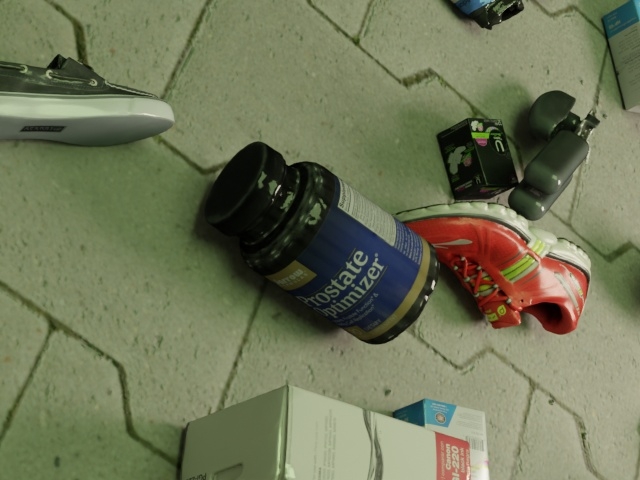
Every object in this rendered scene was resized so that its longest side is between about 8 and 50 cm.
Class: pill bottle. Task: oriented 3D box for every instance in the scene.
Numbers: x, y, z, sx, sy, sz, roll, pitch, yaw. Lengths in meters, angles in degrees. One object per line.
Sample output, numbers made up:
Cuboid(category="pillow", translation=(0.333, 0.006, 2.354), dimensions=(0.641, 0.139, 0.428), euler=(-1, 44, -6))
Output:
Cuboid(category="pill bottle", translation=(0.000, 0.000, 1.417), dimensions=(0.219, 0.123, 0.123), euler=(34, 52, -25))

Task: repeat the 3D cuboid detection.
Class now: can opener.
Cuboid(category="can opener", translation=(0.267, -0.099, 1.701), dimensions=(0.093, 0.074, 0.280), euler=(29, 27, 6))

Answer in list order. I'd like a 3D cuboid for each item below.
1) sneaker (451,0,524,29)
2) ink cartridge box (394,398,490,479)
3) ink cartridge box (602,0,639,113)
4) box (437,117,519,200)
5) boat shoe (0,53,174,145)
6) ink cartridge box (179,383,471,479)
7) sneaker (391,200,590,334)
Cuboid(category="sneaker", translation=(0.223, -0.320, 1.806), dimensions=(0.084, 0.058, 0.152), euler=(45, 51, -9))
Cuboid(category="ink cartridge box", translation=(0.124, 0.231, 1.469), dimensions=(0.088, 0.052, 0.122), euler=(17, 59, -35))
Cuboid(category="ink cartridge box", translation=(0.455, -0.228, 1.971), dimensions=(0.104, 0.060, 0.180), euler=(6, 67, -41))
Cuboid(category="box", translation=(0.182, -0.093, 1.671), dimensions=(0.062, 0.052, 0.083), euler=(-2, 73, -43))
Cuboid(category="boat shoe", translation=(-0.237, -0.132, 1.306), dimensions=(0.228, 0.080, 0.076), euler=(-3, 74, -34))
Cuboid(category="ink cartridge box", translation=(0.005, 0.212, 1.296), dimensions=(0.218, 0.158, 0.092), euler=(20, 60, -35))
Cuboid(category="sneaker", translation=(0.194, 0.035, 1.592), dimensions=(0.279, 0.107, 0.118), euler=(20, 70, -31))
